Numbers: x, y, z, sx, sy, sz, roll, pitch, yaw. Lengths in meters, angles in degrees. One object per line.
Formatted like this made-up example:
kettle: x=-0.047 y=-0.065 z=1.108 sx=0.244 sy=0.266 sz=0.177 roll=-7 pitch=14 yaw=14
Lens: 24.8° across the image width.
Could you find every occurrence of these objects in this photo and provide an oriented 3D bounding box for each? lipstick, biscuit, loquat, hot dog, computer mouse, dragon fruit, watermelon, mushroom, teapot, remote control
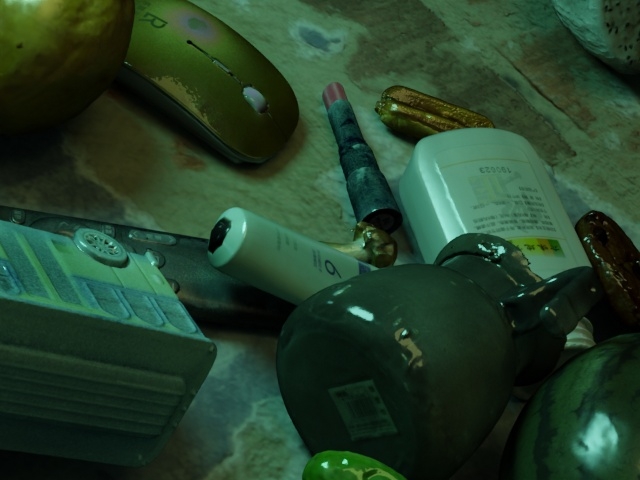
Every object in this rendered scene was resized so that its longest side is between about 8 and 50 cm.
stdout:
lipstick: x=0.042 y=-0.107 z=1.770 sx=0.053 sy=0.053 sz=0.234 roll=3 pitch=48 yaw=-25
biscuit: x=0.375 y=0.047 z=1.762 sx=0.192 sy=0.049 sz=0.192 roll=44 pitch=28 yaw=-30
loquat: x=-0.308 y=-0.218 z=1.564 sx=0.193 sy=0.238 sz=0.238 roll=29 pitch=43 yaw=6
hot dog: x=0.148 y=-0.152 z=1.870 sx=0.165 sy=0.045 sz=0.071 roll=18 pitch=47 yaw=-12
computer mouse: x=-0.165 y=-0.211 z=1.743 sx=0.310 sy=0.072 sz=0.158 roll=35 pitch=46 yaw=4
dragon fruit: x=0.451 y=-0.363 z=2.127 sx=0.283 sy=0.204 sz=0.221 roll=-18 pitch=32 yaw=-25
watermelon: x=0.321 y=0.235 z=1.441 sx=0.279 sy=0.279 sz=0.359 roll=35 pitch=34 yaw=5
mushroom: x=0.000 y=0.000 z=1.649 sx=0.187 sy=0.061 sz=0.060 roll=10 pitch=52 yaw=-14
teapot: x=0.133 y=0.083 z=1.451 sx=0.285 sy=0.305 sz=0.223 roll=-29 pitch=65 yaw=-39
remote control: x=-0.192 y=0.029 z=1.529 sx=0.377 sy=0.044 sz=0.107 roll=10 pitch=43 yaw=-20

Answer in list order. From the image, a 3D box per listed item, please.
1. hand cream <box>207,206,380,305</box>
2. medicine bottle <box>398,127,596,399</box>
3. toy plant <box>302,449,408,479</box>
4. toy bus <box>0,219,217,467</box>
hand cream: x=0.013 y=0.050 z=1.573 sx=0.320 sy=0.067 sz=0.109 roll=26 pitch=41 yaw=-34
medicine bottle: x=0.216 y=0.023 z=1.694 sx=0.179 sy=0.124 sz=0.324 roll=-2 pitch=50 yaw=-24
toy plant: x=0.075 y=0.343 z=1.294 sx=0.316 sy=0.184 sz=0.224 roll=32 pitch=82 yaw=8
toy bus: x=-0.271 y=0.078 z=1.282 sx=0.312 sy=0.152 sz=0.190 roll=16 pitch=24 yaw=-40
